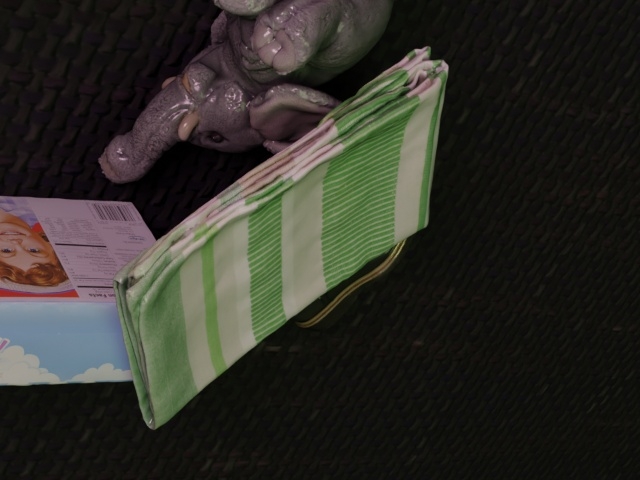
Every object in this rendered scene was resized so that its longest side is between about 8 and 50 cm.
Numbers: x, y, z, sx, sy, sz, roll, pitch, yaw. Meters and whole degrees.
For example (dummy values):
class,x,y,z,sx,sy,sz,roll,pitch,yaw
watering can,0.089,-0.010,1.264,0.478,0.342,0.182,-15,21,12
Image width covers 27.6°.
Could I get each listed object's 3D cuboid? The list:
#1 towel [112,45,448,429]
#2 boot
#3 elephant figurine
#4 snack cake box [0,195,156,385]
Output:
class,x,y,z,sx,sy,sz,roll,pitch,yaw
towel,-0.024,0.005,1.073,0.325,0.038,0.248,-38,155,-22
boot,0.000,0.000,1.270,0.137,0.077,0.198,22,112,-39
elephant figurine,-0.050,-0.139,1.068,0.169,0.186,0.239,-60,175,-46
snack cake box,-0.254,0.039,1.063,0.264,0.152,0.089,2,126,-36
